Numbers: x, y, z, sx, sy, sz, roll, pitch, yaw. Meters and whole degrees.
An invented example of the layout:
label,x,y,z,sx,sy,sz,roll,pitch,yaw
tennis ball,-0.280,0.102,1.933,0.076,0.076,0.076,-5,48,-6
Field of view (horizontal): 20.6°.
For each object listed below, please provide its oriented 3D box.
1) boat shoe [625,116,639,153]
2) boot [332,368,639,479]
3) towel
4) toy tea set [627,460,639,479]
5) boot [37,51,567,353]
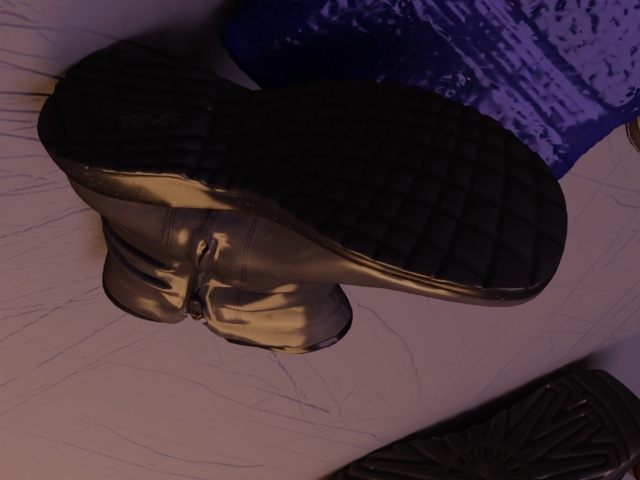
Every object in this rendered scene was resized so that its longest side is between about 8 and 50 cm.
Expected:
label,x,y,z,sx,sy,sz,roll,pitch,yaw
boat shoe,0.342,-0.071,1.423,0.285,0.103,0.092,5,168,-36
boot,0.153,0.340,1.800,0.367,0.146,0.445,-21,151,-11
towel,0.121,-0.152,1.090,0.308,0.076,0.227,-39,115,17
toy tea set,0.472,0.167,1.837,0.336,0.124,0.200,-14,113,7
boot,0.000,0.000,1.099,0.118,0.338,0.223,-61,156,-25
